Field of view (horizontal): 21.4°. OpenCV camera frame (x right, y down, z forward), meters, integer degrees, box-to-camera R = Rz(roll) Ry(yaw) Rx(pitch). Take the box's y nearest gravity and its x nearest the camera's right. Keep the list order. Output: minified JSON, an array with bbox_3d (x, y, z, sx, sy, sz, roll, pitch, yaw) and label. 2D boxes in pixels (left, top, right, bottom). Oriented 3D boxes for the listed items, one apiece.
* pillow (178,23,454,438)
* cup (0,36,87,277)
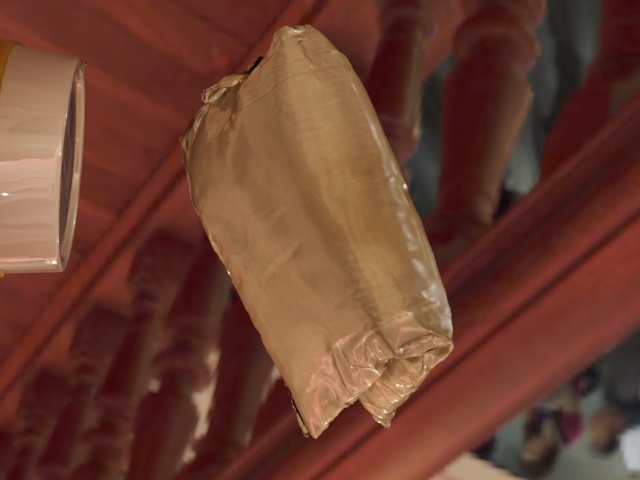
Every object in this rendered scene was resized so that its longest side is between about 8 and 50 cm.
[{"bbox_3d":[0.000,0.000,0.816,0.078,0.181,0.134,-16,166,-26],"label":"pillow"},{"bbox_3d":[-0.274,-0.056,1.137,0.226,0.185,0.241,4,172,-2],"label":"cup"}]
